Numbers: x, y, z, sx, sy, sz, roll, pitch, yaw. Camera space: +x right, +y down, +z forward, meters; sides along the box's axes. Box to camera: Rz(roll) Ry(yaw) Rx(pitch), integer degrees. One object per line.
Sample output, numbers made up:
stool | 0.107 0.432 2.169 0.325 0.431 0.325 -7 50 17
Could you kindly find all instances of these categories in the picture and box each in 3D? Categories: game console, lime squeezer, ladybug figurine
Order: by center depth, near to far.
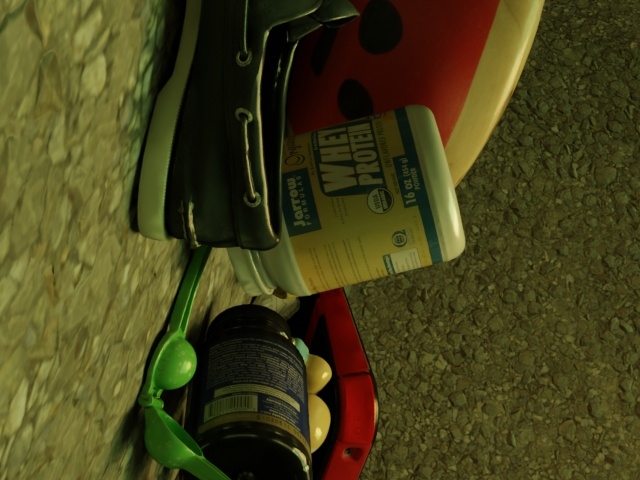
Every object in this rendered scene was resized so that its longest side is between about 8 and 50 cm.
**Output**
lime squeezer | -0.107 0.125 0.856 0.059 0.110 0.310 26 46 -59
ladybug figurine | 0.084 -0.216 1.050 0.305 0.162 0.449 -114 -141 -48
game console | -0.011 0.221 1.428 0.386 0.060 0.341 106 -21 -43

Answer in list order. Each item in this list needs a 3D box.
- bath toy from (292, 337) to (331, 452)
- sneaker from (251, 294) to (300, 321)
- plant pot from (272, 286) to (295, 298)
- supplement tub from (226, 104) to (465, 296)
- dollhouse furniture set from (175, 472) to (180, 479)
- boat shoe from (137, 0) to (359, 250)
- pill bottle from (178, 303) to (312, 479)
bath toy | -0.085 0.246 1.089 0.348 0.152 0.129 -61 156 -56
sneaker | -0.062 0.093 1.326 0.053 0.061 0.152 87 21 -78
plant pot | -0.032 0.013 1.164 0.095 0.134 0.134 -43 162 -21
supplement tub | 0.018 -0.031 0.893 0.144 0.200 0.144 -14 90 -85
dollhouse furniture set | -0.107 0.372 1.180 0.101 0.161 0.181 -66 169 -52
boat shoe | -0.033 -0.149 0.675 0.127 0.113 0.339 -37 143 -80
pill bottle | -0.073 0.163 0.987 0.219 0.123 0.122 -94 -165 -58
